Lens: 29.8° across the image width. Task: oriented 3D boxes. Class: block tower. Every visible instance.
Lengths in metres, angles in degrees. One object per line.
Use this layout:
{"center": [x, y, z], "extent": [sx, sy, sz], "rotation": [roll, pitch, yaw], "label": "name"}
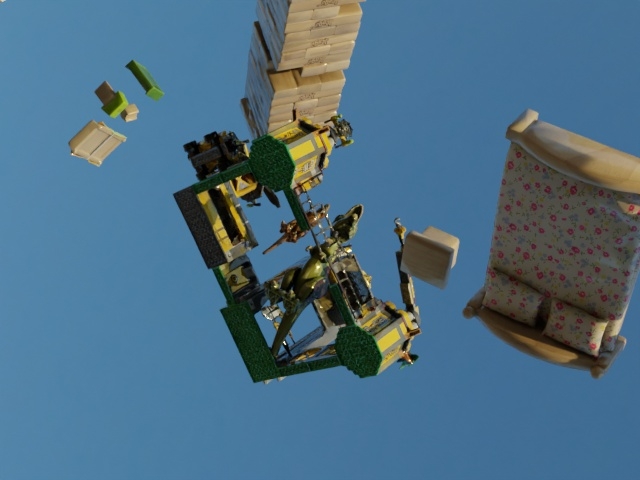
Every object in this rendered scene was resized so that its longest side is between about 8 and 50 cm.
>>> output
{"center": [-0.022, -0.220, 1.354], "extent": [0.097, 0.335, 0.091], "rotation": [-11, -115, -17], "label": "block tower"}

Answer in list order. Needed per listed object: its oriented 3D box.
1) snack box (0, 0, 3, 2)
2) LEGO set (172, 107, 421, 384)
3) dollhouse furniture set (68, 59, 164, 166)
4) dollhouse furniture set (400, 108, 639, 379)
{"center": [-0.382, -0.306, 1.335], "extent": [0.322, 0.060, 0.187], "rotation": [-29, -149, -1], "label": "snack box"}
{"center": [0.000, 0.000, 1.356], "extent": [0.255, 0.192, 0.331], "rotation": [-29, -88, 44], "label": "LEGO set"}
{"center": [-0.296, -0.181, 1.693], "extent": [0.152, 0.076, 0.058], "rotation": [-43, -113, 10], "label": "dollhouse furniture set"}
{"center": [0.205, 0.002, 0.926], "extent": [0.356, 0.174, 0.303], "rotation": [24, -49, 23], "label": "dollhouse furniture set"}
